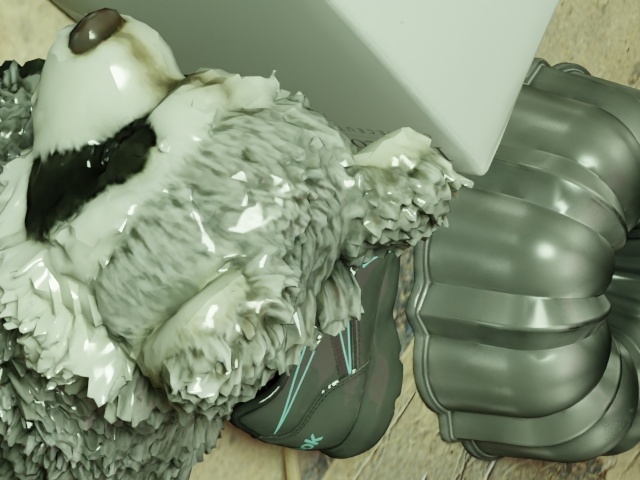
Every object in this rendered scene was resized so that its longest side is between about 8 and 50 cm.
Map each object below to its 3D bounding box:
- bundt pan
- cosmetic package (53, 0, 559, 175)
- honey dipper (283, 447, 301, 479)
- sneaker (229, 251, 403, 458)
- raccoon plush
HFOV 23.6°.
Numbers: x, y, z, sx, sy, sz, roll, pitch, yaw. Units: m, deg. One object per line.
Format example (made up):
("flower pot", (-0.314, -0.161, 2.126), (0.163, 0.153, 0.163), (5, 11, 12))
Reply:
("bundt pan", (0.214, 0.025, 1.201), (0.331, 0.124, 0.330), (-16, 111, -49))
("cosmetic package", (-0.059, -0.195, 0.732), (0.385, 0.217, 0.156), (42, 66, -45))
("honey dipper", (-0.020, 0.141, 1.019), (0.030, 0.030, 0.160), (-24, 113, -46))
("sneaker", (0.000, 0.000, 0.947), (0.106, 0.101, 0.267), (8, 82, -34))
("raccoon plush", (-0.045, 0.075, 0.749), (0.216, 0.299, 0.446), (-58, 138, -24))
